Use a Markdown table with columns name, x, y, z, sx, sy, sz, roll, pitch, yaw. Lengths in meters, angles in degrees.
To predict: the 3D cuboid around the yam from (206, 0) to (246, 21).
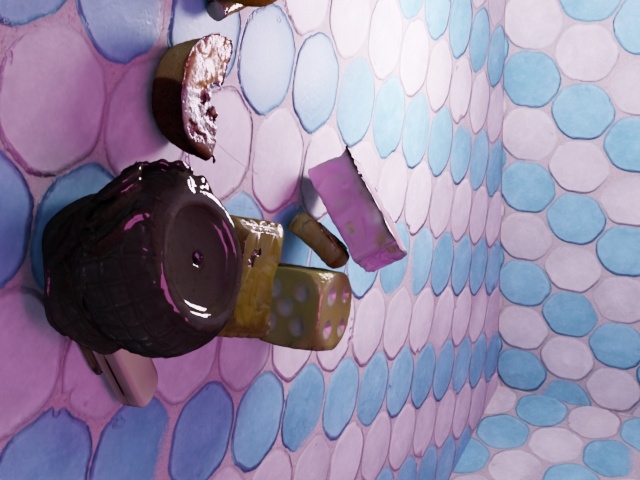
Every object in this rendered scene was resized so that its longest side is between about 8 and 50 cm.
| name | x | y | z | sx | sy | sz | roll | pitch | yaw |
| --- | --- | --- | --- | --- | --- | --- | --- | --- | --- |
| yam | -0.130 | -0.471 | 1.674 | 0.264 | 0.046 | 0.046 | -48 | 139 | -49 |

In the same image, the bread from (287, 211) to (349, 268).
| name | x | y | z | sx | sy | sz | roll | pitch | yaw |
| --- | --- | --- | --- | --- | --- | --- | --- | --- | --- |
| bread | 0.000 | 0.000 | 1.978 | 0.064 | 0.156 | 0.117 | -50 | 176 | 4 |

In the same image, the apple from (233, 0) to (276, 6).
| name | x | y | z | sx | sy | sz | roll | pitch | yaw |
| --- | --- | --- | --- | --- | --- | --- | --- | --- | --- |
| apple | -0.125 | -0.502 | 1.536 | 0.155 | 0.182 | 0.182 | -3 | 102 | -42 |

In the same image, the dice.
| name | x | y | z | sx | sy | sz | roll | pitch | yaw |
| --- | --- | --- | --- | --- | --- | --- | --- | --- | --- |
| dice | -0.041 | 0.141 | 1.922 | 0.166 | 0.169 | 0.169 | 5 | 93 | -64 |

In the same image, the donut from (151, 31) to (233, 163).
| name | x | y | z | sx | sy | sz | roll | pitch | yaw |
| --- | --- | --- | --- | --- | --- | --- | --- | --- | --- |
| donut | -0.224 | -0.257 | 1.507 | 0.141 | 0.085 | 0.217 | 28 | 73 | -63 |

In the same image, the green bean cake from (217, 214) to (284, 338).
| name | x | y | z | sx | sy | sz | roll | pitch | yaw |
| --- | --- | --- | --- | --- | --- | --- | --- | --- | --- |
| green bean cake | -0.160 | 0.071 | 1.706 | 0.233 | 0.124 | 0.236 | 11 | 88 | -65 |

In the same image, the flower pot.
| name | x | y | z | sx | sy | sz | roll | pitch | yaw |
| --- | --- | --- | --- | --- | --- | --- | --- | --- | --- |
| flower pot | -0.264 | 0.024 | 1.332 | 0.302 | 0.213 | 0.302 | 28 | 57 | -56 |

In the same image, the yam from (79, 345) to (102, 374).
| name | x | y | z | sx | sy | sz | roll | pitch | yaw |
| --- | --- | --- | --- | --- | --- | --- | --- | --- | --- |
| yam | -0.375 | 0.179 | 1.427 | 0.014 | 0.014 | 0.107 | -57 | 146 | -39 |

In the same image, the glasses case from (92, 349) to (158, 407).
| name | x | y | z | sx | sy | sz | roll | pitch | yaw |
| --- | --- | --- | --- | --- | --- | --- | --- | --- | --- |
| glasses case | -0.327 | 0.197 | 1.482 | 0.083 | 0.050 | 0.196 | -66 | 151 | -45 |

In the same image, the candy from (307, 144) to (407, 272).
| name | x | y | z | sx | sy | sz | roll | pitch | yaw |
| --- | --- | --- | --- | --- | --- | --- | --- | --- | --- |
| candy | 0.087 | -0.066 | 2.015 | 0.265 | 0.116 | 0.155 | 62 | 8 | 18 |
